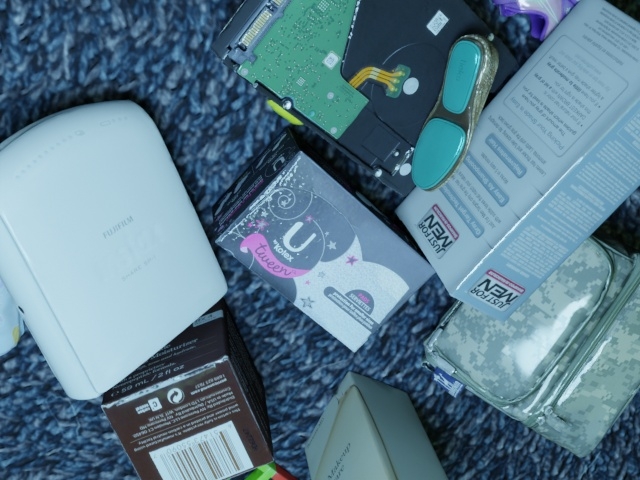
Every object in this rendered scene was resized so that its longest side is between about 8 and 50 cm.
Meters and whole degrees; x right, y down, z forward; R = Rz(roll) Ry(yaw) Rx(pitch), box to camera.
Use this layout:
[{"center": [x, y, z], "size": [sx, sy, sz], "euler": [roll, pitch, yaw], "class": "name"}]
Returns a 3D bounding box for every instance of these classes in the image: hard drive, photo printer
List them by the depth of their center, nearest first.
[{"center": [0.065, -0.224, 0.992], "size": [0.339, 0.064, 0.237], "euler": [30, 103, -41], "class": "hard drive"}, {"center": [-0.267, -0.004, 0.996], "size": [0.256, 0.107, 0.307], "euler": [-40, 118, -40], "class": "photo printer"}]

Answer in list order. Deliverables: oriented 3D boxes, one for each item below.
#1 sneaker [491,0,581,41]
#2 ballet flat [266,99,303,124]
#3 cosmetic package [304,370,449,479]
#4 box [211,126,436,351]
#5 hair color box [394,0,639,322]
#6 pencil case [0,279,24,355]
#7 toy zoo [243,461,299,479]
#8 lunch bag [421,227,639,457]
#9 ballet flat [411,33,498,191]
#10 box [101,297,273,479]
[{"center": [0.247, -0.340, 1.029], "size": [0.236, 0.095, 0.104], "euler": [39, 107, -21], "class": "sneaker"}, {"center": [-0.005, -0.257, 1.029], "size": [0.077, 0.077, 0.230], "euler": [23, 107, 0], "class": "ballet flat"}, {"center": [0.077, 0.331, 1.127], "size": [0.113, 0.309, 0.160], "euler": [24, 103, -17], "class": "cosmetic package"}, {"center": [0.000, 0.000, 1.082], "size": [0.247, 0.142, 0.163], "euler": [41, 99, -19], "class": "box"}, {"center": [0.280, -0.101, 1.025], "size": [0.114, 0.185, 0.374], "euler": [28, 112, -35], "class": "hair color box"}, {"center": [-0.430, 0.013, 1.035], "size": [0.124, 0.113, 0.273], "euler": [-3, 113, -39], "class": "pencil case"}, {"center": [-0.082, 0.460, 1.297], "size": [0.192, 0.030, 0.293], "euler": [-45, 111, 8], "class": "toy zoo"}, {"center": [0.318, 0.110, 1.149], "size": [0.256, 0.212, 0.305], "euler": [32, 101, 0], "class": "lunch bag"}, {"center": [0.173, -0.155, 1.020], "size": [0.067, 0.073, 0.206], "euler": [-20, 138, -47], "class": "ballet flat"}, {"center": [-0.174, 0.206, 1.096], "size": [0.169, 0.203, 0.167], "euler": [-22, 111, -1], "class": "box"}]
